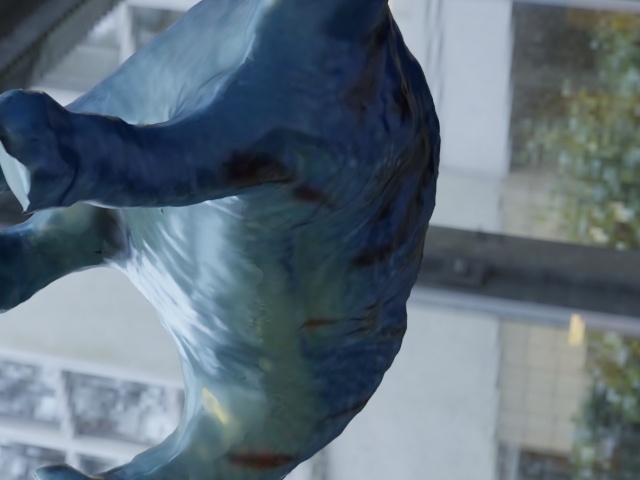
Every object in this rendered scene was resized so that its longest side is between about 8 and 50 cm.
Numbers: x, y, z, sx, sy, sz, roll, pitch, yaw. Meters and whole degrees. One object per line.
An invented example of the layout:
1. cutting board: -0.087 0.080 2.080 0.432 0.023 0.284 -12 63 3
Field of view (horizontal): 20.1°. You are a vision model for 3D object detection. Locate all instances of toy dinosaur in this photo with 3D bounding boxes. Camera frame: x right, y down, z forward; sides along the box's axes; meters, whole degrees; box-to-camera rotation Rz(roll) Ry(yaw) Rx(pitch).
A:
1. toy dinosaur: -0.023 -0.003 0.403 0.144 0.076 0.329 -12 -44 -31
